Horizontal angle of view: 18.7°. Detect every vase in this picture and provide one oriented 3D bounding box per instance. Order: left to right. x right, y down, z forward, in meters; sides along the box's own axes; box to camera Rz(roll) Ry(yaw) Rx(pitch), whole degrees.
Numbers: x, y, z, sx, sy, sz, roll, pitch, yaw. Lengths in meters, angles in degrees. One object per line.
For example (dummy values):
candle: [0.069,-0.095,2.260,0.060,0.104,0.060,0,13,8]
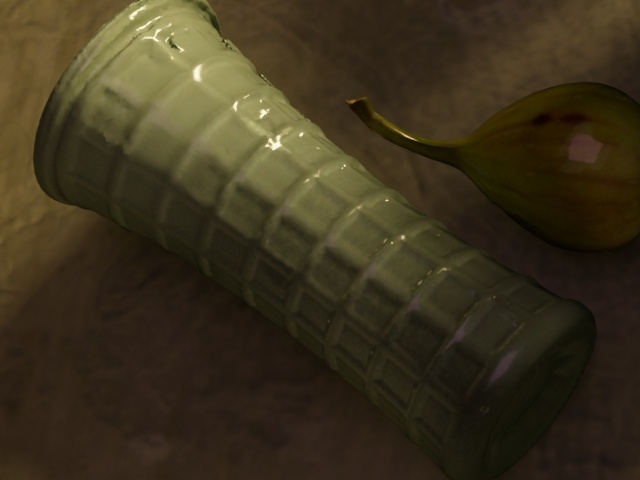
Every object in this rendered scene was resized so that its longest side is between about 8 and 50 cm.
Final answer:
vase: [0.000,0.000,1.039,0.299,0.143,0.143,37,81,22]

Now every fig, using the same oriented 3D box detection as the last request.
fig: [0.107,-0.055,1.055,0.166,0.093,0.093,24,75,24]
